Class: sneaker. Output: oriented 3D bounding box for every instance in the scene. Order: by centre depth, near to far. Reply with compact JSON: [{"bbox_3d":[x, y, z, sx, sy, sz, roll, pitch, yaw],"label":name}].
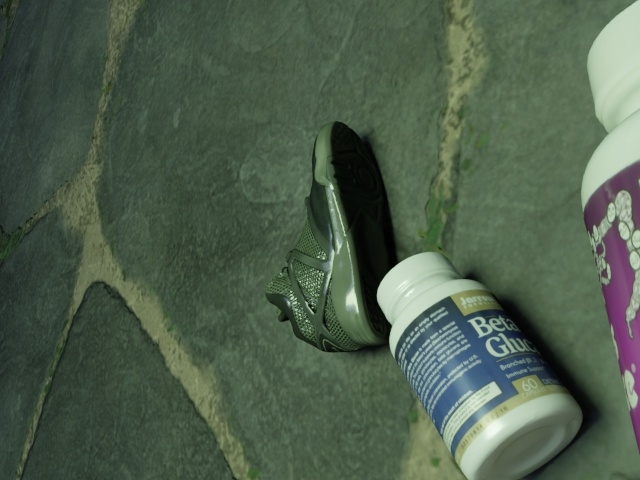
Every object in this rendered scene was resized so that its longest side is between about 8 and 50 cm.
[{"bbox_3d":[0.000,0.000,0.734,0.130,0.087,0.227,-21,69,38],"label":"sneaker"}]

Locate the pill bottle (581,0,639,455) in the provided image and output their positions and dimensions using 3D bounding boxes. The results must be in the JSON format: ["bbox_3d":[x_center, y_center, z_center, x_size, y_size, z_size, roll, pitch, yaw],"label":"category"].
[{"bbox_3d":[0.233,0.017,0.391,0.169,0.169,0.301,-27,59,42],"label":"pill bottle"}]

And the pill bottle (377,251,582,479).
[{"bbox_3d":[0.110,0.089,0.573,0.094,0.094,0.169,-54,45,25],"label":"pill bottle"}]
